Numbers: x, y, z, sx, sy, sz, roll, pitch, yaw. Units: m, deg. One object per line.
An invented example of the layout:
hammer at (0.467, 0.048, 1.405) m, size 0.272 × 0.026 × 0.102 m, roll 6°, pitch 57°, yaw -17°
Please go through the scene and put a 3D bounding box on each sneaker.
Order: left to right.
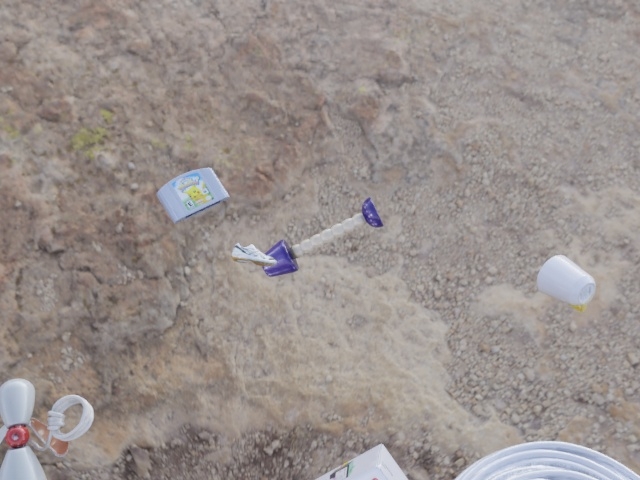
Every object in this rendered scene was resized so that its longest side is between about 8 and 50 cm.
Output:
sneaker at (-0.120, 0.024, 1.211) m, size 0.083 × 0.032 × 0.037 m, roll 11°, pitch 68°, yaw -6°

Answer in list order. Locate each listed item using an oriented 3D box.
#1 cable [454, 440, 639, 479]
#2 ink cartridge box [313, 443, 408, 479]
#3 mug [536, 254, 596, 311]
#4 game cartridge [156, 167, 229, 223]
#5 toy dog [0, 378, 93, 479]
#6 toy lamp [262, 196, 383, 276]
cable at (0.235, 0.324, 0.646) m, size 0.257 × 0.089 × 0.257 m, roll -13°, pitch 40°, yaw -10°
ink cartridge box at (0.095, 0.674, 1.662) m, size 0.278 × 0.117 × 0.201 m, roll -34°, pitch 95°, yaw 17°
mug at (0.356, 0.063, 0.934) m, size 0.078 × 0.062 × 0.064 m, roll 19°, pitch 12°, yaw -34°
game cartridge at (-0.168, -0.062, 0.864) m, size 0.083 × 0.017 × 0.056 m, roll -29°, pitch 75°, yaw -26°
toy dog at (-0.603, 0.471, 1.365) m, size 0.220 × 0.161 × 0.333 m, roll 13°, pitch 67°, yaw -3°
toy lamp at (0.000, 0.000, 1.428) m, size 0.275 × 0.080 × 0.080 m, roll -25°, pitch 64°, yaw 6°
